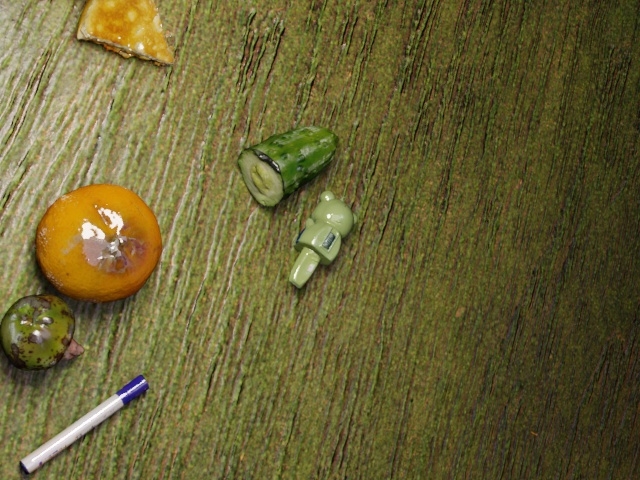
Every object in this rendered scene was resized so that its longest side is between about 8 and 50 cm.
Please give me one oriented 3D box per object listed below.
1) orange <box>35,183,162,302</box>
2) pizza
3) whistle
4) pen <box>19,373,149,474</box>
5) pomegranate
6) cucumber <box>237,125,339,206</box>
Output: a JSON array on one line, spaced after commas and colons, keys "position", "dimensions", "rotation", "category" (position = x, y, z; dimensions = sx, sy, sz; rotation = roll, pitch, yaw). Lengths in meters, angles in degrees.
[{"position": [-0.388, 0.005, 1.635], "dimensions": [0.224, 0.170, 0.224], "rotation": [-1, 93, -33], "category": "orange"}, {"position": [-0.356, -0.390, 1.720], "dimensions": [0.193, 0.053, 0.201], "rotation": [54, 53, -19], "category": "pizza"}, {"position": [0.000, 0.000, 1.931], "dimensions": [0.105, 0.085, 0.227], "rotation": [40, 69, -26], "category": "whistle"}, {"position": [-0.430, 0.335, 1.690], "dimensions": [0.269, 0.033, 0.033], "rotation": [-35, 108, -27], "category": "pen"}, {"position": [-0.474, 0.166, 1.608], "dimensions": [0.163, 0.125, 0.138], "rotation": [28, 63, -30], "category": "pomegranate"}, {"position": [-0.043, -0.172, 1.890], "dimensions": [0.244, 0.134, 0.134], "rotation": [-34, 108, -38], "category": "cucumber"}]
